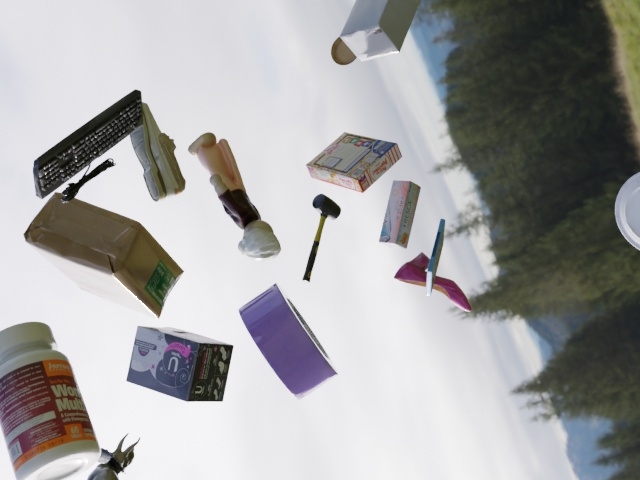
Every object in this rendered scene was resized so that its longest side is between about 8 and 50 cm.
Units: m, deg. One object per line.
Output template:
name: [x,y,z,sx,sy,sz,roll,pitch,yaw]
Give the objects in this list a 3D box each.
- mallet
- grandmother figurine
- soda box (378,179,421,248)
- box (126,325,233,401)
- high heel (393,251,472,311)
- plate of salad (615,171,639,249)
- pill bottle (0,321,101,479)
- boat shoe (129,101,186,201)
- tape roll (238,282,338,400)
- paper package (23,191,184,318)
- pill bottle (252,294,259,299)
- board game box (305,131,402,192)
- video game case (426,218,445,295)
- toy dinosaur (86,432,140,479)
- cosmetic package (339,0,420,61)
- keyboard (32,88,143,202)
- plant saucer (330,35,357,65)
mallet: [0.000,0.000,1.677,0.062,0.039,0.190,24,-110,-44]
grandmother figurine: [-0.192,-0.094,1.839,0.342,0.104,0.208,58,-166,26]
soda box: [0.219,-0.073,2.225,0.058,0.063,0.183,23,-102,-46]
box: [-0.380,0.327,2.163,0.142,0.247,0.164,14,-94,-54]
high heel: [0.329,0.145,2.363,0.244,0.117,0.082,47,172,23]
plate of salad: [0.767,-0.065,1.823,0.048,0.199,0.200,-17,-97,-43]
pill bottle: [-0.412,0.237,1.183,0.221,0.121,0.121,62,-169,25]
boat shoe: [-0.491,-0.272,2.419,0.103,0.113,0.303,-19,-80,-33]
tape roll: [-0.054,0.170,1.362,0.189,0.080,0.189,56,179,1]
paper package: [-0.577,0.046,2.195,0.168,0.309,0.325,-63,-22,-20]
pill bottle: [-0.142,0.249,2.367,0.108,0.108,0.180,53,-176,-43]
board game box: [0.079,-0.194,1.962,0.193,0.146,0.045,22,146,47]
video game case: [0.298,0.043,2.088,0.119,0.015,0.166,83,-158,-55]
toy dinosaur: [-0.469,0.546,1.730,0.313,0.120,0.161,-125,45,-77]
cosmetic package: [0.153,-0.553,1.921,0.107,0.127,0.238,38,-116,-38]
keyboard: [-0.508,-0.191,1.793,0.033,0.317,0.202,36,144,12]
plant saucer: [0.067,-0.487,2.068,0.015,0.083,0.084,14,-126,-63]
